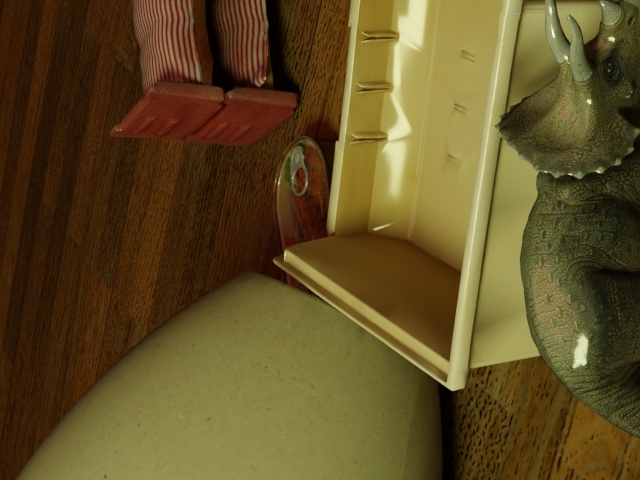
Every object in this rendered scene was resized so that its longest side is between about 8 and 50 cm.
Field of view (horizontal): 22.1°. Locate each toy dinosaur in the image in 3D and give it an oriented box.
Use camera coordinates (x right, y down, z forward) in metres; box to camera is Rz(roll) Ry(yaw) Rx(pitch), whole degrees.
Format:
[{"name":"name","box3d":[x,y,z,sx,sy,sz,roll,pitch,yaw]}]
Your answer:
[{"name":"toy dinosaur","box3d":[0.172,0.018,0.969,0.121,0.160,0.313,-4,83,63]}]

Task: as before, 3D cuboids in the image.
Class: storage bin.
[{"name":"storage bin","box3d":[0.081,-0.075,1.139,0.260,0.123,0.262,33,123,52]}]

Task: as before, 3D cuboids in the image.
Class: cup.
[{"name":"cup","box3d":[-0.037,0.164,1.248,0.237,0.331,0.331,-63,27,-7]}]

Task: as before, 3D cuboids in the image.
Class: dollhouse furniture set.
[{"name":"dollhouse furniture set","box3d":[-0.060,-0.246,1.450,0.374,0.152,0.201,-37,55,56]}]

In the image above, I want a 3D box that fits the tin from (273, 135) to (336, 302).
[{"name":"tin","box3d":[0.000,0.000,1.438,0.106,0.040,0.190,-36,56,51]}]
